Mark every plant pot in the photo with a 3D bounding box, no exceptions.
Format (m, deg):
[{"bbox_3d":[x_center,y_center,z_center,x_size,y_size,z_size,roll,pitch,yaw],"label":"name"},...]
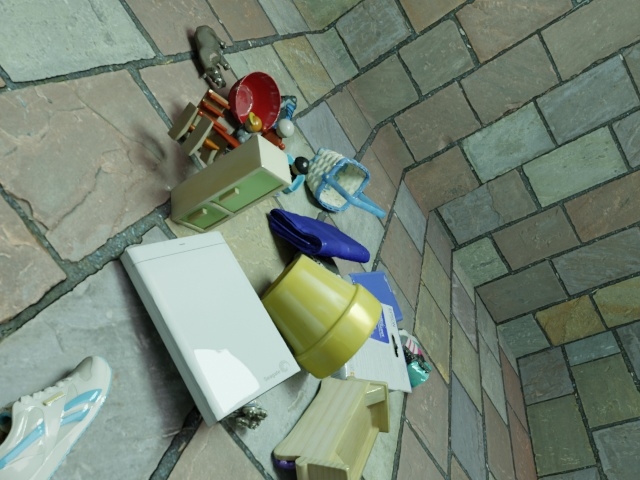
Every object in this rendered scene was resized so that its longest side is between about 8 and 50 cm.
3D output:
[{"bbox_3d":[-0.015,0.174,1.213,0.239,0.254,0.254,42,28,-6],"label":"plant pot"}]

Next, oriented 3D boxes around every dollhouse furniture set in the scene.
[{"bbox_3d":[-0.235,-0.258,1.184,0.259,0.135,0.262,43,10,37],"label":"dollhouse furniture set"}]

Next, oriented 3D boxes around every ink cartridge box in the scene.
[{"bbox_3d":[0.141,0.315,1.496,0.307,0.072,0.304,28,42,-40],"label":"ink cartridge box"}]

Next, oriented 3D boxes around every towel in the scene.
[{"bbox_3d":[0.000,0.000,1.485,0.227,0.076,0.308,36,13,32],"label":"towel"}]

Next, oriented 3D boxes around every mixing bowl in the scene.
[{"bbox_3d":[-0.221,-0.435,1.508,0.181,0.098,0.182,-20,118,-42],"label":"mixing bowl"}]

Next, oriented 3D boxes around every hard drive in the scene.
[{"bbox_3d":[0.200,0.218,1.781,0.318,0.040,0.211,3,63,-61],"label":"hard drive"},{"bbox_3d":[-0.209,0.151,0.951,0.233,0.047,0.353,-15,69,-53],"label":"hard drive"}]

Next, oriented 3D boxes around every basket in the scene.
[{"bbox_3d":[0.092,-0.190,1.747,0.289,0.201,0.254,41,12,35],"label":"basket"}]

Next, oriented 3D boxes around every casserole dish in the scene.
[{"bbox_3d":[-0.111,-0.224,1.624,0.114,0.036,0.188,55,27,-16],"label":"casserole dish"}]

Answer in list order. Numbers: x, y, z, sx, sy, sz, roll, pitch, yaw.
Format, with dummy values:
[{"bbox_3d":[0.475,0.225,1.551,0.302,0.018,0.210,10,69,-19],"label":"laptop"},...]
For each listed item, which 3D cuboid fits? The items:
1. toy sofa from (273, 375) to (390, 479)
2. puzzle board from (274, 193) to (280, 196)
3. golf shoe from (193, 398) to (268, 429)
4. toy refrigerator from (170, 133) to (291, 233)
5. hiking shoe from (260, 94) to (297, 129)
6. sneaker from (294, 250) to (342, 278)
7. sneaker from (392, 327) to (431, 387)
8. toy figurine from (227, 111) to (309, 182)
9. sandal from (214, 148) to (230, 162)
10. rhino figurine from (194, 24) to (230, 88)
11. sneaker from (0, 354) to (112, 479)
[{"bbox_3d":[0.042,0.479,1.145,0.362,0.176,0.150,-36,122,-65],"label":"toy sofa"},{"bbox_3d":[-0.175,-0.196,1.507,0.096,0.011,0.128,-3,69,-64],"label":"puzzle board"},{"bbox_3d":[-0.186,0.314,0.959,0.176,0.069,0.086,42,7,-36],"label":"golf shoe"},{"bbox_3d":[-0.203,-0.114,1.070,0.102,0.269,0.094,29,43,-51],"label":"toy refrigerator"},{"bbox_3d":[-0.152,-0.448,1.722,0.304,0.113,0.132,-62,151,-67],"label":"hiking shoe"},{"bbox_3d":[-0.010,0.076,1.489,0.234,0.078,0.106,38,29,-43],"label":"sneaker"},{"bbox_3d":[0.294,0.421,1.681,0.295,0.123,0.179,30,31,-51],"label":"sneaker"},{"bbox_3d":[-0.153,-0.261,1.425,0.209,0.148,0.213,-2,68,-54],"label":"toy figurine"},{"bbox_3d":[-0.266,-0.233,1.334,0.067,0.040,0.179,-7,72,-64],"label":"sandal"},{"bbox_3d":[-0.336,-0.559,1.482,0.106,0.073,0.244,28,44,-57],"label":"rhino figurine"},{"bbox_3d":[-0.366,0.232,0.646,0.092,0.087,0.229,51,26,-20],"label":"sneaker"}]
